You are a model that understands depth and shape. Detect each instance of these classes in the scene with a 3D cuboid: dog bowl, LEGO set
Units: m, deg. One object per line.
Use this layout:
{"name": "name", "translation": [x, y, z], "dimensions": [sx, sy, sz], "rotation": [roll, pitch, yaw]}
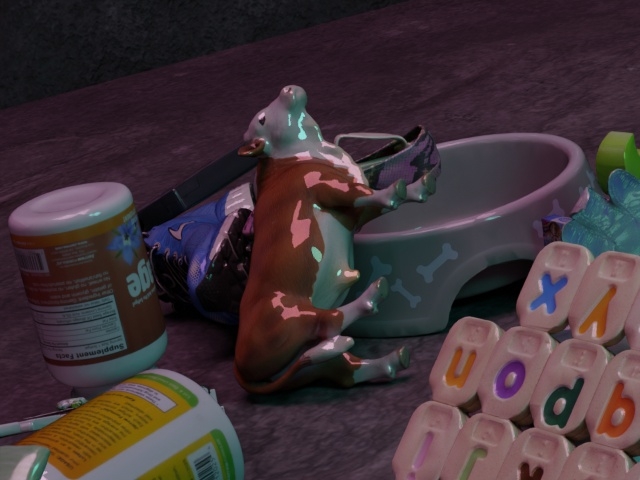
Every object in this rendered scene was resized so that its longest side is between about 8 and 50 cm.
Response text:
{"name": "dog bowl", "translation": [0.135, -0.016, 2.041], "dimensions": [0.349, 0.102, 0.349], "rotation": [-13, 18, 4]}
{"name": "LEGO set", "translation": [-0.198, 0.167, 1.714], "dimensions": [0.244, 0.060, 0.182], "rotation": [-14, -5, 24]}

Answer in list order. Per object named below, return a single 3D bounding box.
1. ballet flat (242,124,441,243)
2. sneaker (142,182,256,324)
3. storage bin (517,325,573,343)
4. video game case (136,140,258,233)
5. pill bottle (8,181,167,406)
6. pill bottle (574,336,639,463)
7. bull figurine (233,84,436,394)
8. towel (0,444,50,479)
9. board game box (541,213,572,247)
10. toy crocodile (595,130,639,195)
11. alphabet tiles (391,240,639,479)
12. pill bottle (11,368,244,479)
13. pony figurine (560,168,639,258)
{"name": "ballet flat", "translation": [0.016, -0.066, 1.992], "dimensions": [0.221, 0.079, 0.077], "rotation": [-19, 16, -12]}
{"name": "sneaker", "translation": [-0.121, 0.035, 2.097], "dimensions": [0.147, 0.129, 0.330], "rotation": [-23, 9, 3]}
{"name": "storage bin", "translation": [0.224, 0.109, 1.607], "dimensions": [0.135, 0.098, 0.091], "rotation": [-16, 27, -10]}
{"name": "video game case", "translation": [-0.183, -0.043, 2.351], "dimensions": [0.248, 0.035, 0.275], "rotation": [-30, 4, 35]}
{"name": "pill bottle", "translation": [-0.214, 0.062, 1.860], "dimensions": [0.121, 0.216, 0.121], "rotation": [-12, 17, 4]}
{"name": "pill bottle", "translation": [0.307, 0.105, 1.442], "dimensions": [0.264, 0.146, 0.146], "rotation": [-21, 18, -24]}
{"name": "bull figurine", "translation": [0.000, 0.000, 1.858], "dimensions": [0.188, 0.310, 0.101], "rotation": [-4, -21, 29]}
{"name": "towel", "translation": [-0.337, 0.279, 1.327], "dimensions": [0.248, 0.038, 0.325], "rotation": [-6, 43, 23]}
{"name": "board game box", "translation": [0.247, 0.025, 1.852], "dimensions": [0.020, 0.090, 0.090], "rotation": [-17, 16, -28]}
{"name": "toy crocodile", "translation": [0.451, -0.108, 2.117], "dimensions": [0.340, 0.105, 0.115], "rotation": [-18, 17, -17]}
{"name": "alphabet tiles", "translation": [0.164, 0.135, 1.361], "dimensions": [0.284, 0.021, 0.278], "rotation": [10, 72, 53]}
{"name": "pill bottle", "translation": [-0.185, 0.206, 1.498], "dimensions": [0.136, 0.136, 0.246], "rotation": [2, 22, 41]}
{"name": "pony figurine", "translation": [0.401, -0.045, 1.639], "dimensions": [0.363, 0.351, 0.303], "rotation": [4, 65, 48]}
